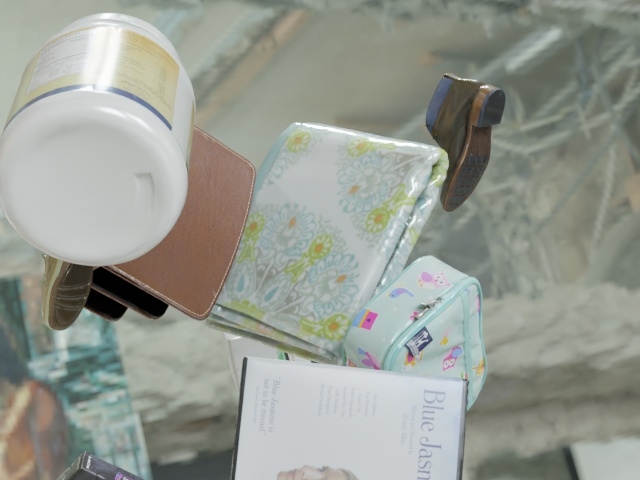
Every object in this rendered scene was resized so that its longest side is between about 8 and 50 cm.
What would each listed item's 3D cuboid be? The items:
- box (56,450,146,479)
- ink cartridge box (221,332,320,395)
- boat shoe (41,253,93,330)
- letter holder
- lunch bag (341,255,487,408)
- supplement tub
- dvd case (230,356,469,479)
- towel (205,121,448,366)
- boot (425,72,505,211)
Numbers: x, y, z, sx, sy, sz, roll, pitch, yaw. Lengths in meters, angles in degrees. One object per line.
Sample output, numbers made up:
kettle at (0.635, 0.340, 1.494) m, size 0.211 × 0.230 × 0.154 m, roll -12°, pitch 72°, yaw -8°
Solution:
box at (-0.257, 0.308, 1.615) m, size 0.116 × 0.029 × 0.162 m, roll 29°, pitch -54°, yaw -21°
ink cartridge box at (-0.034, 0.192, 2.646) m, size 0.278 × 0.117 × 0.201 m, roll -10°, pitch 8°, yaw -7°
boat shoe at (-0.363, 0.034, 2.031) m, size 0.072 × 0.190 × 0.068 m, roll 5°, pitch -17°, yaw 34°
letter holder at (-0.246, -0.020, 2.222) m, size 0.214 × 0.301 × 0.152 m, roll 31°, pitch -35°, yaw -22°
lunch bag at (0.142, 0.168, 2.041) m, size 0.224 × 0.108 × 0.279 m, roll -37°, pitch -39°, yaw -28°
supplement tub at (-0.273, -0.137, 1.795) m, size 0.228 × 0.316 × 0.228 m, roll -1°, pitch -60°, yaw -1°
dvd case at (0.032, 0.228, 1.570) m, size 0.253 × 0.180 × 0.022 m, roll 6°, pitch -15°, yaw -5°
towel at (0.000, 0.000, 2.221) m, size 0.321 × 0.374 × 0.090 m, roll 17°, pitch -14°, yaw 41°
boot at (0.216, -0.162, 2.316) m, size 0.082 × 0.106 × 0.219 m, roll -3°, pitch -60°, yaw -49°
